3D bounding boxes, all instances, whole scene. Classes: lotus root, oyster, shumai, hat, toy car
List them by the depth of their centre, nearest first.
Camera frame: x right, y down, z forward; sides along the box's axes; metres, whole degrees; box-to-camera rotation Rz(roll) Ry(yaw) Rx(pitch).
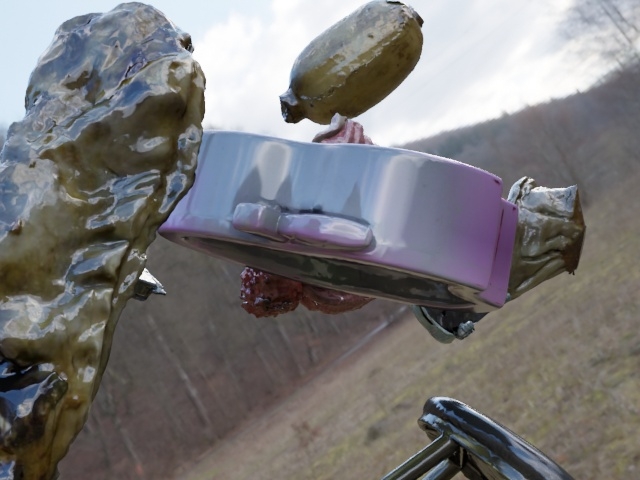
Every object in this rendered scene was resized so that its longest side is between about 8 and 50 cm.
[{"bbox_3d":[-0.148,-0.001,0.481,0.129,0.345,0.078,7,-23,8],"label":"oyster"},{"bbox_3d":[0.165,0.066,1.028,0.056,0.095,0.205,-41,-10,37],"label":"toy car"},{"bbox_3d":[0.000,0.000,1.068,0.286,0.236,0.107,-43,18,-33],"label":"hat"},{"bbox_3d":[0.306,0.006,1.177,0.201,0.120,0.201,18,-90,-72],"label":"shumai"},{"bbox_3d":[0.050,-0.291,1.412,0.284,0.146,0.160,-34,26,7],"label":"lotus root"}]

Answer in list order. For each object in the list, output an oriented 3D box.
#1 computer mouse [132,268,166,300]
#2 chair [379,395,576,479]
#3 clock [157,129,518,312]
[{"bbox_3d":[-0.315,0.024,1.158,0.126,0.231,0.071,52,-124,-72],"label":"computer mouse"},{"bbox_3d":[0.106,0.404,0.863,0.410,0.362,0.364,-48,-23,-11],"label":"chair"},{"bbox_3d":[0.021,-0.016,0.799,0.338,0.339,0.102,84,-162,-82],"label":"clock"}]
